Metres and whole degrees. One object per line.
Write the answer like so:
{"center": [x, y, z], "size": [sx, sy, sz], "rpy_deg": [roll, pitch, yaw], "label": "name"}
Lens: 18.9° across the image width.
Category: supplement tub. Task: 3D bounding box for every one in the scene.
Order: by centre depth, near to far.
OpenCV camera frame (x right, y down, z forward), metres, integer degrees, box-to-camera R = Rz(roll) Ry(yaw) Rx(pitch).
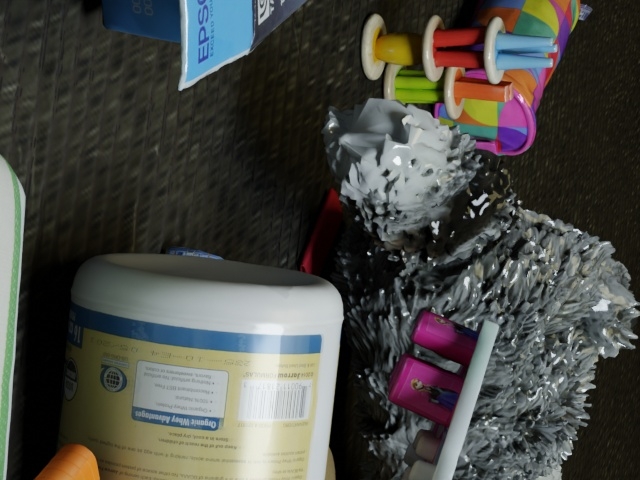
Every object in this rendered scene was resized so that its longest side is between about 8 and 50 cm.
{"center": [-0.068, 0.113, 1.015], "size": [0.144, 0.144, 0.199], "rpy_deg": [-6, 103, -71], "label": "supplement tub"}

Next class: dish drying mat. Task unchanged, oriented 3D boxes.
{"center": [0.000, 0.000, 1.414], "size": [0.032, 0.008, 0.083], "rpy_deg": [76, 26, -42], "label": "dish drying mat"}

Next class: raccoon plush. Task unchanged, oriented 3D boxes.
{"center": [0.057, 0.115, 1.358], "size": [0.446, 0.216, 0.299], "rpy_deg": [32, 66, -52], "label": "raccoon plush"}

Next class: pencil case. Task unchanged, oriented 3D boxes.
{"center": [0.174, -0.168, 1.759], "size": [0.236, 0.104, 0.104], "rpy_deg": [-60, 148, -50], "label": "pencil case"}

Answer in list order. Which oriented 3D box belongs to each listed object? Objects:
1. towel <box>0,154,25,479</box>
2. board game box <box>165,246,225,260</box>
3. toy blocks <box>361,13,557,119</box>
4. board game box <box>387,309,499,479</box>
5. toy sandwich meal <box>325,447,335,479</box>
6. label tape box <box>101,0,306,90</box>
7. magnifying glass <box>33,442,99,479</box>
{"center": [-0.212, 0.056, 0.770], "size": [0.325, 0.038, 0.248], "rpy_deg": [16, 78, -69], "label": "towel"}
{"center": [-0.059, 0.132, 1.186], "size": [0.194, 0.060, 0.194], "rpy_deg": [58, 39, -60], "label": "board game box"}
{"center": [0.118, -0.135, 1.517], "size": [0.123, 0.148, 0.054], "rpy_deg": [52, 46, -62], "label": "toy blocks"}
{"center": [-0.017, 0.287, 1.123], "size": [0.390, 0.050, 0.390], "rpy_deg": [-66, 177, -46], "label": "board game box"}
{"center": [-0.013, 0.181, 1.382], "size": [0.085, 0.029, 0.085], "rpy_deg": [0, 90, -72], "label": "toy sandwich meal"}
{"center": [-0.061, -0.247, 1.022], "size": [0.347, 0.115, 0.249], "rpy_deg": [-50, 140, -61], "label": "label tape box"}
{"center": [-0.157, 0.159, 0.849], "size": [0.231, 0.026, 0.092], "rpy_deg": [-49, 137, -57], "label": "magnifying glass"}
